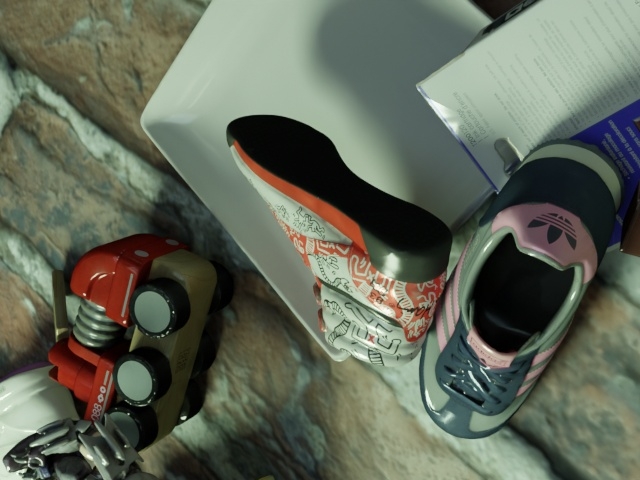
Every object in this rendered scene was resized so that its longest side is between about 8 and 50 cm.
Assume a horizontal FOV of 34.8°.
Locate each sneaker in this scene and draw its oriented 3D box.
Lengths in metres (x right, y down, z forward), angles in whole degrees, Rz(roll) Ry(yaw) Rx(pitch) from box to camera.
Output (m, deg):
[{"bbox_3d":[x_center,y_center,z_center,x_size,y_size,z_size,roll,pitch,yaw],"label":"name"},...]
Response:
[{"bbox_3d":[-0.001,0.001,0.905,0.270,0.090,0.145,38,134,37],"label":"sneaker"},{"bbox_3d":[-0.401,0.280,1.268,0.305,0.114,0.152,-41,73,32],"label":"sneaker"},{"bbox_3d":[0.135,0.072,0.816,0.112,0.131,0.319,24,131,12],"label":"sneaker"}]

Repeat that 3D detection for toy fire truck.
[{"bbox_3d":[-0.234,0.081,1.121,0.246,0.158,0.217,24,111,19],"label":"toy fire truck"}]

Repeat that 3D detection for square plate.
[{"bbox_3d":[0.015,-0.122,0.961,0.347,0.049,0.344,49,121,18],"label":"square plate"}]

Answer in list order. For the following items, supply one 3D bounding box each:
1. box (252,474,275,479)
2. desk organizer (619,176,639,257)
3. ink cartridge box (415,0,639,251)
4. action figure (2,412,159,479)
[{"bbox_3d":[-0.119,0.403,1.092,0.213,0.117,0.243,-24,83,35],"label":"box"},{"bbox_3d":[0.293,-0.005,0.755,0.130,0.047,0.050,16,128,9],"label":"desk organizer"},{"bbox_3d":[0.215,-0.100,0.783,0.208,0.045,0.206,-31,104,31],"label":"ink cartridge box"},{"bbox_3d":[-0.234,0.258,1.024,0.285,0.099,0.185,-11,98,54],"label":"action figure"}]
